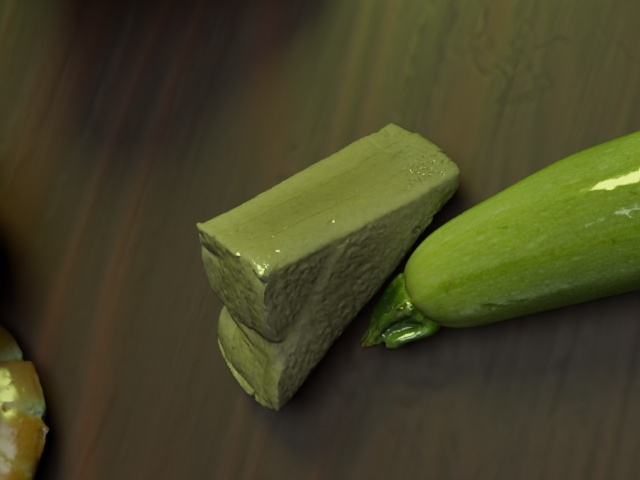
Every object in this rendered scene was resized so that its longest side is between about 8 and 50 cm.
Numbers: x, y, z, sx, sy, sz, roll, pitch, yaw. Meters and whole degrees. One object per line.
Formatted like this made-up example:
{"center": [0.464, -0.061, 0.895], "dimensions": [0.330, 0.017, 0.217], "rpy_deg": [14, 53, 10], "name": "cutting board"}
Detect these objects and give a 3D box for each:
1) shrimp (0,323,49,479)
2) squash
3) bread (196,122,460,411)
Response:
{"center": [-0.283, 0.109, 1.128], "dimensions": [0.248, 0.068, 0.150], "rpy_deg": [2, 70, 10], "name": "shrimp"}
{"center": [0.121, 0.012, 1.029], "dimensions": [0.224, 0.094, 0.094], "rpy_deg": [-23, 77, 17], "name": "squash"}
{"center": [0.009, 0.013, 1.072], "dimensions": [0.152, 0.105, 0.077], "rpy_deg": [-27, 42, -21], "name": "bread"}
